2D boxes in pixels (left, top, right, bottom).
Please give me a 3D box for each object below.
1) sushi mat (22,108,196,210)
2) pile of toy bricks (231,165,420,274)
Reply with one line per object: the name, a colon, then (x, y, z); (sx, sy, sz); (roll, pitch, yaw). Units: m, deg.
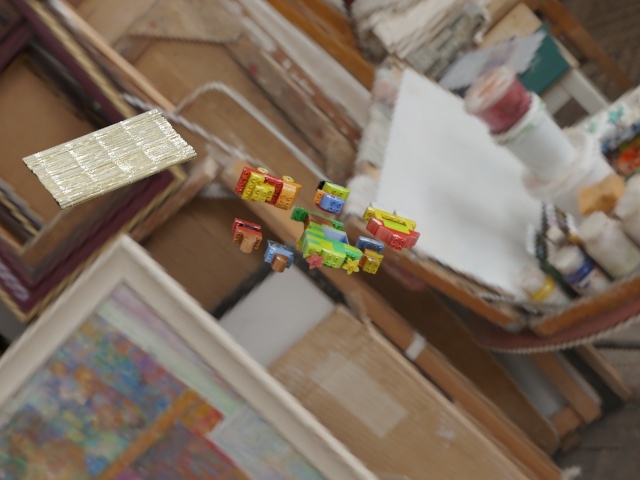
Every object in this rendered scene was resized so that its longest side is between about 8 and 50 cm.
sushi mat: (-0.406, -0.162, 2.274); (0.317, 0.151, 0.019); (-26, -32, -34)
pile of toy bricks: (0.000, 0.000, 1.323); (0.105, 0.212, 0.118); (-102, 33, -62)
